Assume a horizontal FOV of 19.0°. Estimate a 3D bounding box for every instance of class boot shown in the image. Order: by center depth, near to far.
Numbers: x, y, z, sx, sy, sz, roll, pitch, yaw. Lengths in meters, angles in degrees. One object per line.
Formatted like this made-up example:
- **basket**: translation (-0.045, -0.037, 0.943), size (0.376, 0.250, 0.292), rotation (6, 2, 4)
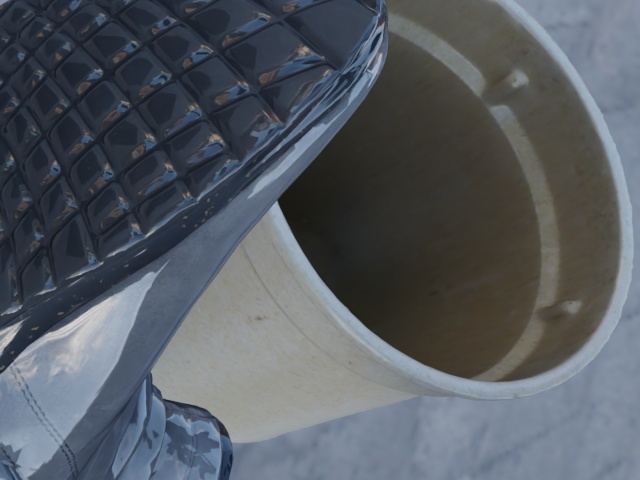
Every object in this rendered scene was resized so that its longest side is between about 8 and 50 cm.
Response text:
- **boot**: translation (-0.086, 0.041, 0.717), size (0.338, 0.118, 0.223), rotation (-40, 147, 4)

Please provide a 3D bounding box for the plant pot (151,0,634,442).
- **plant pot**: translation (0.000, 0.000, 1.389), size (0.334, 0.305, 0.334), rotation (17, 59, -31)
